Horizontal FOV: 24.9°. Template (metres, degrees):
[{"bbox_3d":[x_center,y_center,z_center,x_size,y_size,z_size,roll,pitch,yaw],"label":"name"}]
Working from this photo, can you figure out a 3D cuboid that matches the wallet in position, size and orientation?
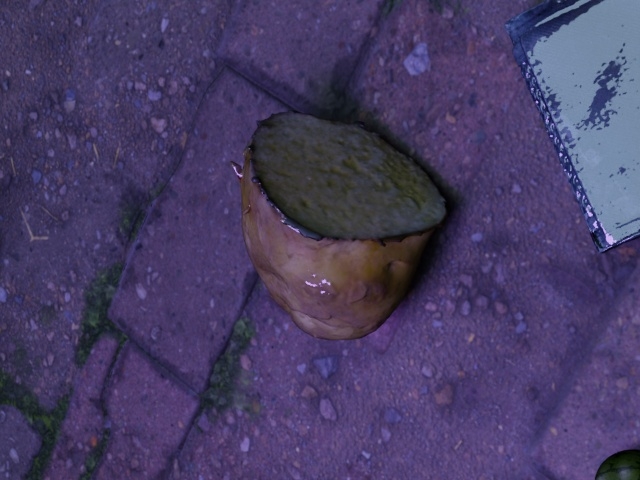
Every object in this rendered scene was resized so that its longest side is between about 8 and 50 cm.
[{"bbox_3d":[0.408,-0.182,1.894,0.237,0.075,0.342,-27,78,25],"label":"wallet"}]

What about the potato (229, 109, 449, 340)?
[{"bbox_3d":[0.000,0.000,2.079,0.237,0.301,0.288,115,148,-42],"label":"potato"}]

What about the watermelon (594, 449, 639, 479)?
[{"bbox_3d":[0.418,0.324,1.921,0.109,0.109,0.109,4,97,32],"label":"watermelon"}]
